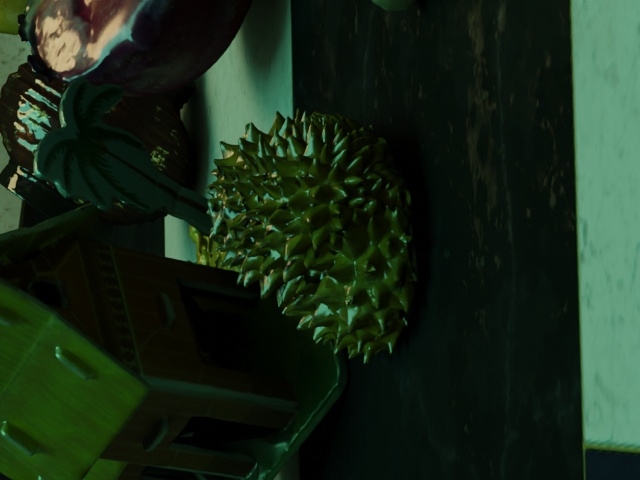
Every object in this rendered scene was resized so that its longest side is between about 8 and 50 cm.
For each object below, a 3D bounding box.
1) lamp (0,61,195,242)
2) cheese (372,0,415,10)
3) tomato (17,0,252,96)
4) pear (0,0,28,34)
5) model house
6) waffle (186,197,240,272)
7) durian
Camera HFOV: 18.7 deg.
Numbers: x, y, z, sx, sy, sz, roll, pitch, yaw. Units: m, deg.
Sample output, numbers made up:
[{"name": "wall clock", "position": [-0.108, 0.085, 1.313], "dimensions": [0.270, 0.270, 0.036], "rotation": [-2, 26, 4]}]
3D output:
[{"name": "lamp", "position": [-0.245, -0.119, 2.166], "dimensions": [0.247, 0.247, 0.246], "rotation": [180, 90, -75]}, {"name": "cheese", "position": [0.038, -0.233, 1.425], "dimensions": [0.194, 0.043, 0.065], "rotation": [-110, 29, -56]}, {"name": "tomato", "position": [-0.142, -0.278, 1.853], "dimensions": [0.290, 0.176, 0.334], "rotation": [-43, 44, 22]}, {"name": "pear", "position": [-0.359, -0.414, 2.444], "dimensions": [0.314, 0.314, 0.314], "rotation": [180, 90, -75]}, {"name": "model house", "position": [-0.210, 0.068, 1.657], "dimensions": [0.300, 0.324, 0.340], "rotation": [-52, 41, 33]}, {"name": "waffle", "position": [-0.081, 0.079, 1.854], "dimensions": [0.250, 0.056, 0.261], "rotation": [-168, 80, -73]}, {"name": "durian", "position": [-0.010, -0.006, 1.446], "dimensions": [0.250, 0.138, 0.183], "rotation": [-163, 82, -68]}]
